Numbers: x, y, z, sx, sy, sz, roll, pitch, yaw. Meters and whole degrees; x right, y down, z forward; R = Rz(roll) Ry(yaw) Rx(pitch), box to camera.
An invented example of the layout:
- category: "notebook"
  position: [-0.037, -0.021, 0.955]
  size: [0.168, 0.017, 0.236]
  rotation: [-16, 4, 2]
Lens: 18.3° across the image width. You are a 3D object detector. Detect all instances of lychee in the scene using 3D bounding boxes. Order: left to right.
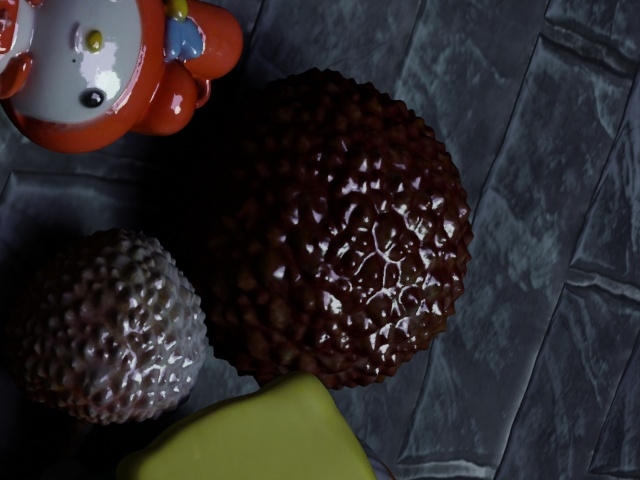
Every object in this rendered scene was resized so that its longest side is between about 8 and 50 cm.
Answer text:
- category: "lychee"
  position: [-0.171, 0.086, 1.574]
  size: [0.165, 0.165, 0.197]
  rotation: [13, 91, -57]
- category: "lychee"
  position: [0.000, 0.000, 1.689]
  size: [0.264, 0.264, 0.300]
  rotation: [-49, 146, -27]

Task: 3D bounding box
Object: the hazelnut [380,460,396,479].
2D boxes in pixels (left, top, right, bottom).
- category: "hazelnut"
  position: [0.031, 0.274, 2.000]
  size: [0.150, 0.150, 0.150]
  rotation: [-32, 132, -43]

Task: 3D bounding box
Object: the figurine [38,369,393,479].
- category: "figurine"
  position: [-0.120, 0.287, 1.683]
  size: [0.361, 0.378, 0.266]
  rotation: [-8, 77, -14]

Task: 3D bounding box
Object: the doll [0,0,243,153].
- category: "doll"
  position: [-0.176, -0.144, 1.462]
  size: [0.290, 0.130, 0.161]
  rotation: [10, 87, -42]
